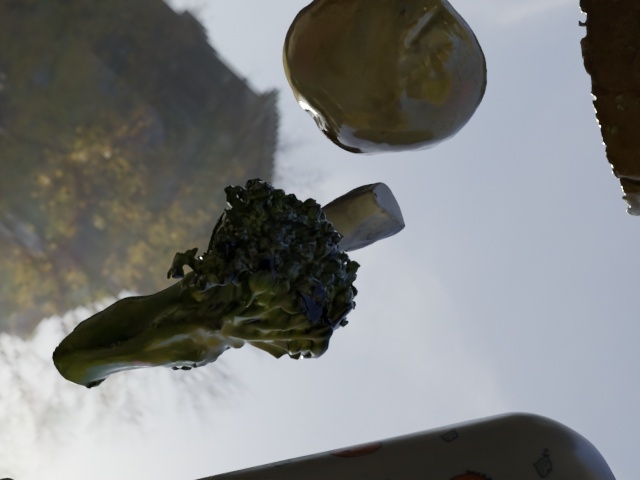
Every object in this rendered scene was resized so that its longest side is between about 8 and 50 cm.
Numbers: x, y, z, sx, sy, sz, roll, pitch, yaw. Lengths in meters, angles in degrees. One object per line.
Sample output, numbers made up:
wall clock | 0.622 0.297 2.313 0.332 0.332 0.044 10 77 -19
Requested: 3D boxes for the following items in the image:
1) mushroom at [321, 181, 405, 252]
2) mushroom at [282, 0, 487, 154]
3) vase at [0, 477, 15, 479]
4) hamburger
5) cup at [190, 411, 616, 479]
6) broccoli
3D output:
mushroom | -0.001 -0.001 1.977 0.223 0.081 0.092 -26 -157 7
mushroom | 0.045 -0.125 1.073 0.148 0.148 0.112 -38 -167 21
vase | -0.519 0.288 1.545 0.250 0.445 0.250 -28 -129 40
hamburger | 0.363 -0.163 1.388 0.211 0.132 0.308 -8 -99 35
cup | 0.068 0.255 1.154 0.317 0.212 0.212 -11 -161 -13
broccoli | -0.116 0.060 1.370 0.304 0.165 0.145 -26 -151 23
